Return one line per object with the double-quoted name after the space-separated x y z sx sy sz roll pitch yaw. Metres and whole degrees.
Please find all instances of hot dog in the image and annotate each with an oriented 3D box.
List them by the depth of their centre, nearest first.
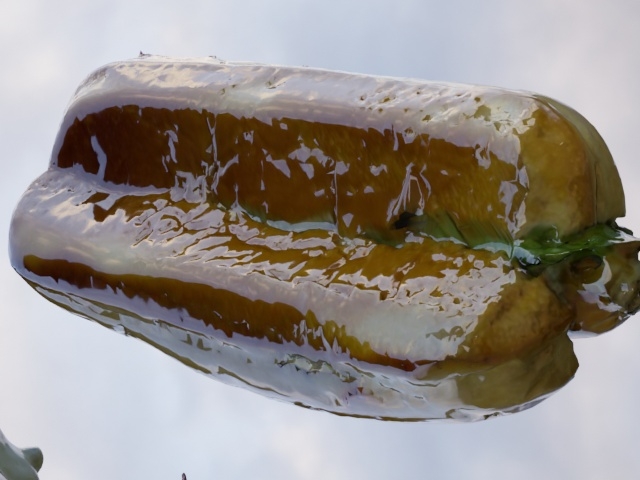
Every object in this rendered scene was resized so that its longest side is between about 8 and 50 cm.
0.000 0.000 0.588 0.076 0.250 0.104 31 -106 -44 "hot dog"

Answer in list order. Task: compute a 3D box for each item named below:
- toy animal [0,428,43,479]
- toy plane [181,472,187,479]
-0.258 0.205 1.032 0.174 0.249 0.289 16 -130 -19 "toy animal"
0.007 0.173 0.763 0.077 0.194 0.126 6 -85 -32 "toy plane"
